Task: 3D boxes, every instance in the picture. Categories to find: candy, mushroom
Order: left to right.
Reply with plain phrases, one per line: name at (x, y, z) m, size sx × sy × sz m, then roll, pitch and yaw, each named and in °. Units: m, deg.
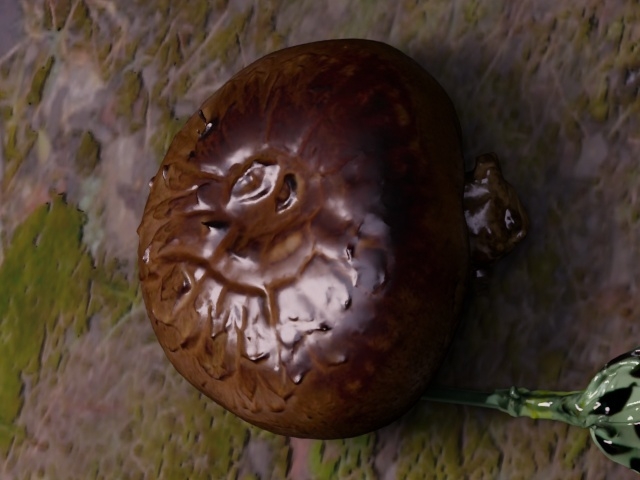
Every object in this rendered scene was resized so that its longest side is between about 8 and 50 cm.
mushroom at (0.001, -0.006, 1.323) m, size 0.278 × 0.163 × 0.297 m, roll -12°, pitch 67°, yaw 12°
candy at (0.134, 0.106, 1.319) m, size 0.305 × 0.083 × 0.091 m, roll 5°, pitch 82°, yaw 25°
